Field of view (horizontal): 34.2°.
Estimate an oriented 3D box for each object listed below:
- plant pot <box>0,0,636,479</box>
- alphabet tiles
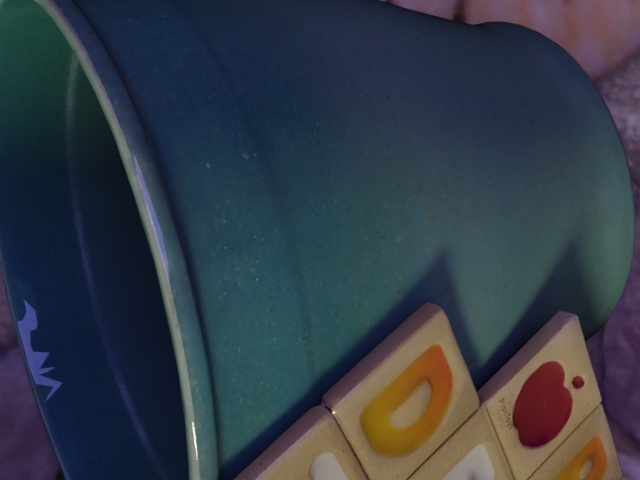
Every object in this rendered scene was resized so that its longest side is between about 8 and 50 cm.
[{"bbox_3d":[0.000,0.000,0.505,0.255,0.271,0.271,-13,68,-27],"label":"plant pot"},{"bbox_3d":[0.012,0.194,0.425,0.342,0.285,0.011,-41,38,-19],"label":"alphabet tiles"}]
